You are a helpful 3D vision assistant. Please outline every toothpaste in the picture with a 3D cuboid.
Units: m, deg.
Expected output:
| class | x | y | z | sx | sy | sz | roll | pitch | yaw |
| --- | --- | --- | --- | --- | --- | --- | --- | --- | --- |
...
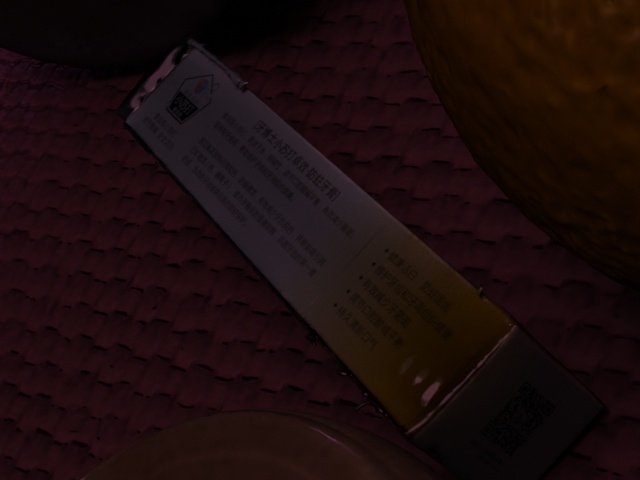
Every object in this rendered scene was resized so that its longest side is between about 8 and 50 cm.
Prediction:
| class | x | y | z | sx | sy | sz | roll | pitch | yaw |
| --- | --- | --- | --- | --- | --- | --- | --- | --- | --- |
| toothpaste | 0.000 | 0.000 | 0.622 | 0.071 | 0.089 | 0.313 | -49 | 42 | 2 |

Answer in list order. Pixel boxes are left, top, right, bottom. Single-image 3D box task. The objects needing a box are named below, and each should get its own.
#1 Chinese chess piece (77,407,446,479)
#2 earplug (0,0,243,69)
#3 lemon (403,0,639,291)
| class | x | y | z | sx | sy | sz | roll | pitch | yaw |
| --- | --- | --- | --- | --- | --- | --- | --- | --- | --- |
| Chinese chess piece | -0.033 | 0.185 | 0.479 | 0.250 | 0.103 | 0.249 | -20 | 47 | 24 |
| earplug | -0.129 | -0.354 | 0.860 | 0.313 | 0.312 | 0.394 | -3 | 52 | 35 |
| lemon | 0.164 | -0.104 | 0.451 | 0.293 | 0.293 | 0.293 | -20 | 46 | 22 |
